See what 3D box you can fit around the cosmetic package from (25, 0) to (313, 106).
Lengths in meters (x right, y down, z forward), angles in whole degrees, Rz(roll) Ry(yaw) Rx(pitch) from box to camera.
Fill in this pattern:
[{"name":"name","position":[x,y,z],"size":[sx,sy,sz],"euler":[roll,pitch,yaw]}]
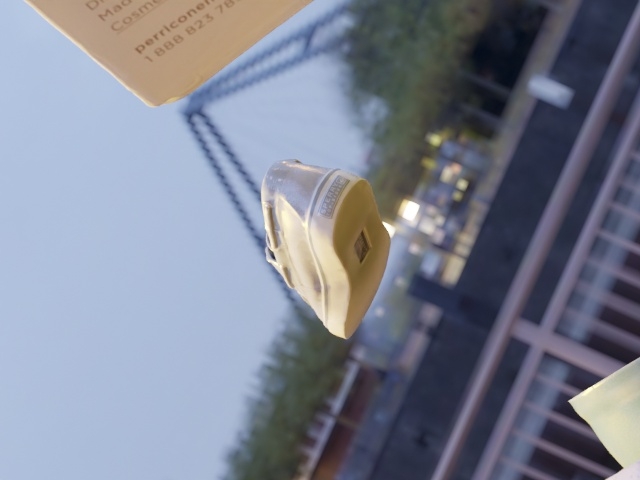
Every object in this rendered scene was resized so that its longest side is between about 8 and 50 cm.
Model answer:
[{"name":"cosmetic package","position":[-0.109,-0.363,1.092],"size":[0.329,0.394,0.327],"euler":[-34,-34,12]}]

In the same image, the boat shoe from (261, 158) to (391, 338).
[{"name":"boat shoe","position":[-0.001,0.001,1.475],"size":[0.079,0.081,0.227],"euler":[-59,-18,-19]}]

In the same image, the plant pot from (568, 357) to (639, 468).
[{"name":"plant pot","position":[0.406,0.155,1.801],"size":[0.293,0.196,0.293],"euler":[-31,-8,-5]}]

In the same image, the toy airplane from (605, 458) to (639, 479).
[{"name":"toy airplane","position":[0.295,0.044,0.891],"size":[0.272,0.386,0.384],"euler":[33,-100,-56]}]
